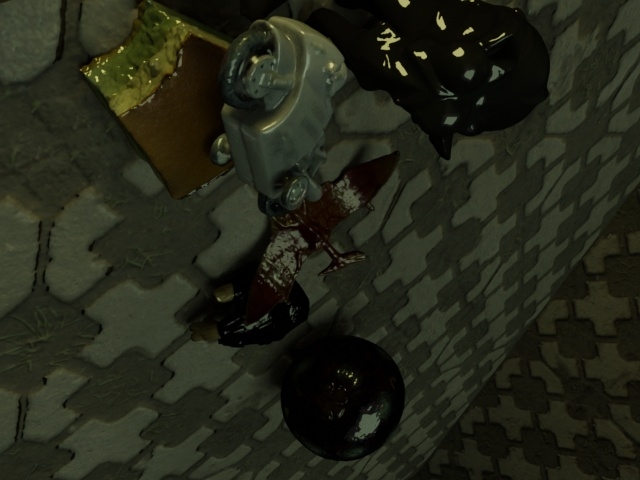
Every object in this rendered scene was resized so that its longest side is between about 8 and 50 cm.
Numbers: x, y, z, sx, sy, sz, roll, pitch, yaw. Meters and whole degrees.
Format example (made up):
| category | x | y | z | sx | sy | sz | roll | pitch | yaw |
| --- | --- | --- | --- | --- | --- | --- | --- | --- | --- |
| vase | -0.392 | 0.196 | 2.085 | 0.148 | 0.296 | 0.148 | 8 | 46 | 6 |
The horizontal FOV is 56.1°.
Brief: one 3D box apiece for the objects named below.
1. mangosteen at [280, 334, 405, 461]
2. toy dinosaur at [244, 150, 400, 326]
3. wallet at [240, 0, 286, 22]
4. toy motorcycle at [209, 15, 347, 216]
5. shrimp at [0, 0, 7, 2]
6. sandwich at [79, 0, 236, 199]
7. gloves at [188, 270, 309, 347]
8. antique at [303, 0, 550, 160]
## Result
| category | x | y | z | sx | sy | sz | roll | pitch | yaw |
| --- | --- | --- | --- | --- | --- | --- | --- | --- | --- |
| mangosteen | 0.052 | 0.345 | 1.338 | 0.288 | 0.288 | 0.288 | -28 | 145 | -22 |
| toy dinosaur | -0.009 | -0.001 | 0.966 | 0.328 | 0.113 | 0.206 | -25 | 113 | -20 |
| wallet | -0.019 | -0.374 | 0.552 | 0.165 | 0.042 | 0.309 | -64 | 171 | -47 |
| toy motorcycle | -0.029 | -0.136 | 0.636 | 0.171 | 0.110 | 0.260 | -49 | 156 | -20 |
| shrimp | -0.263 | -0.271 | 0.458 | 0.133 | 0.051 | 0.187 | -14 | 141 | -38 |
| sandwich | -0.125 | -0.179 | 0.666 | 0.220 | 0.108 | 0.186 | -36 | 148 | -11 |
| gloves | -0.127 | 0.131 | 1.039 | 0.203 | 0.124 | 0.164 | -34 | 130 | -30 |
| antique | 0.159 | -0.238 | 0.776 | 0.322 | 0.255 | 0.185 | -10 | 138 | -38 |
